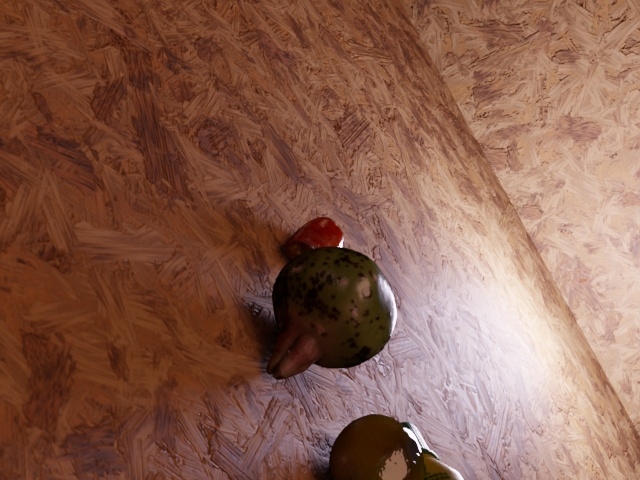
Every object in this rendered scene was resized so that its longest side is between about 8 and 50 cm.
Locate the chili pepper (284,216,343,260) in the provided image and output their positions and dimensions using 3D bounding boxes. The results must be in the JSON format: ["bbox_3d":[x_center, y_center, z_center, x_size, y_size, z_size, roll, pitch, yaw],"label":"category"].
[{"bbox_3d":[0.000,0.000,1.709,0.086,0.084,0.192,70,25,-16],"label":"chili pepper"}]

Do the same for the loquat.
[{"bbox_3d":[0.084,0.347,1.395,0.152,0.152,0.195,57,31,-5],"label":"loquat"}]

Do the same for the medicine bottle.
[{"bbox_3d":[0.172,0.390,1.490,0.309,0.111,0.076,-117,-172,-68],"label":"medicine bottle"}]

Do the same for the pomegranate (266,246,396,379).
[{"bbox_3d":[0.000,0.132,1.451,0.214,0.214,0.248,51,60,-17],"label":"pomegranate"}]
